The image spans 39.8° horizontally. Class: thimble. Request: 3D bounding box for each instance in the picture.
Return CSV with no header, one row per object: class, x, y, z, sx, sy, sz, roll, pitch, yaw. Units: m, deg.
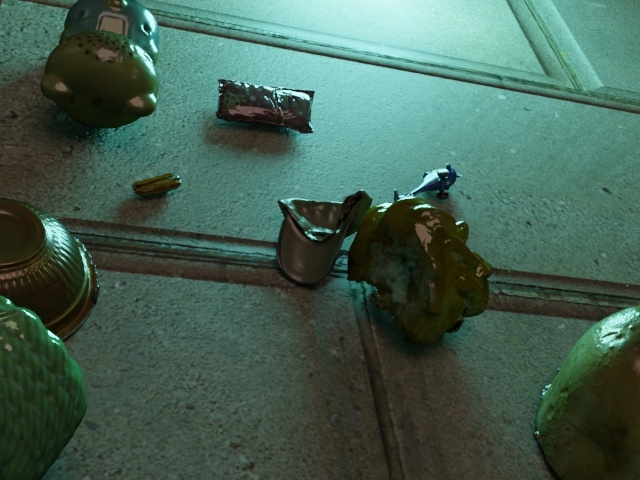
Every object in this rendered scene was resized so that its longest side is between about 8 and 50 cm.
thimble,-0.359,0.168,0.908,0.218,0.219,0.150,25,43,3

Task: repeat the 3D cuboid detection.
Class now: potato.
potato,0.425,0.211,1.196,0.242,0.243,0.285,28,44,8

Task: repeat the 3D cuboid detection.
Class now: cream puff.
cream puff,0.159,0.031,1.309,0.194,0.195,0.221,-20,60,-38

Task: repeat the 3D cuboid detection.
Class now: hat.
hat,0.000,0.000,1.360,0.147,0.085,0.175,0,57,25

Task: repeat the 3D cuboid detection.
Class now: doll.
doll,-0.348,-0.287,1.437,0.176,0.162,0.261,12,39,-14

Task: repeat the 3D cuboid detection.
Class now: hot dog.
hot dog,-0.252,-0.084,1.366,0.083,0.021,0.037,-15,42,-34

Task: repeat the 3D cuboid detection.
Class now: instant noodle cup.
instant noodle cup,-0.415,0.020,1.130,0.273,0.091,0.274,12,41,-11

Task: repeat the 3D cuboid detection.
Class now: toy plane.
toy plane,0.187,-0.097,1.553,0.062,0.054,0.167,18,32,36

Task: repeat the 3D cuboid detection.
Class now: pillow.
pillow,-0.097,-0.240,1.586,0.184,0.043,0.118,6,49,-13
